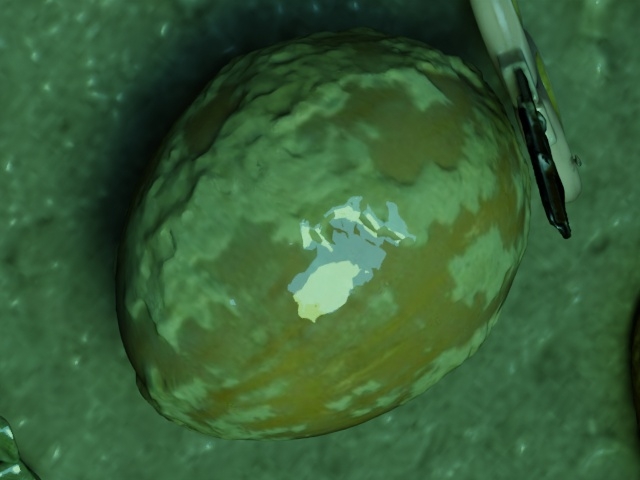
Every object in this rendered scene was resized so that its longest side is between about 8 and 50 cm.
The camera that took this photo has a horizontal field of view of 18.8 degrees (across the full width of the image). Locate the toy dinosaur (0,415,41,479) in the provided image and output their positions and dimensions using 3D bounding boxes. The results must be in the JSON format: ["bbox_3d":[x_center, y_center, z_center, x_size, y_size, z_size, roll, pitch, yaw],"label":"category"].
[{"bbox_3d":[-0.236,0.144,1.042,0.162,0.077,0.294,-28,112,-9],"label":"toy dinosaur"}]

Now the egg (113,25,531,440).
[{"bbox_3d":[0.000,0.000,1.011,0.245,0.203,0.203,-45,113,-16],"label":"egg"}]

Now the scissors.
[{"bbox_3d":[0.107,-0.067,0.978,0.024,0.317,0.160,-21,111,9],"label":"scissors"}]

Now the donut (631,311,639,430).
[{"bbox_3d":[0.293,0.091,1.184,0.226,0.114,0.226,-5,105,-17],"label":"donut"}]
